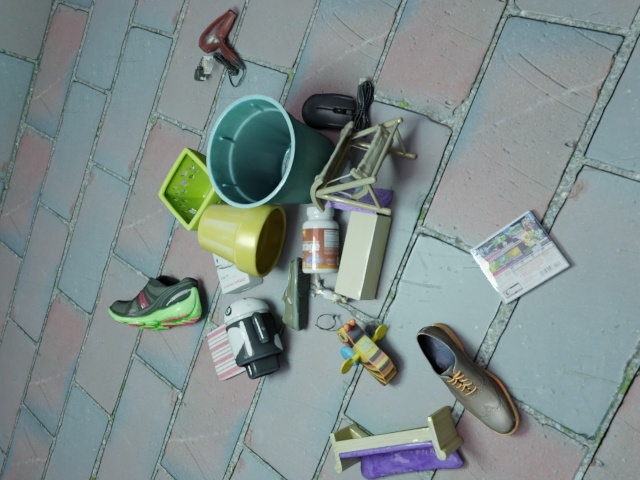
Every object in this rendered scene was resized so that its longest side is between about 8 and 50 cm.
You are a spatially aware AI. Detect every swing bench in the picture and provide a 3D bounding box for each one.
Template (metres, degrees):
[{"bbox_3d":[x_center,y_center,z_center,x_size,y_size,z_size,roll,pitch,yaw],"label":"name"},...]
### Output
[{"bbox_3d":[0.115,-0.222,1.608,0.255,0.165,0.253,5,55,32],"label":"swing bench"}]

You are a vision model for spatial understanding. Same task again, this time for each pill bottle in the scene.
[{"bbox_3d":[0.000,0.000,1.763,0.121,0.121,0.216,-2,86,33],"label":"pill bottle"}]

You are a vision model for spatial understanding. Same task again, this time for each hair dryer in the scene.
[{"bbox_3d":[-0.374,-0.748,2.087,0.224,0.080,0.293,10,99,17],"label":"hair dryer"}]

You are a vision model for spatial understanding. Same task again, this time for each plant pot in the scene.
[{"bbox_3d":[-0.274,-0.022,1.830,0.239,0.254,0.253,13,95,16],"label":"plant pot"},{"bbox_3d":[-0.127,-0.257,1.732,0.341,0.334,0.340,-2,86,32],"label":"plant pot"},{"bbox_3d":[-0.423,-0.180,1.994,0.228,0.207,0.227,46,111,26],"label":"plant pot"}]

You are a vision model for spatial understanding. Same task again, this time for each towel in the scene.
[{"bbox_3d":[-0.355,0.417,2.029,0.144,0.029,0.197,-30,70,28],"label":"towel"}]

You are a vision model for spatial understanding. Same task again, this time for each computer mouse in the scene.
[{"bbox_3d":[0.038,-0.441,1.789,0.272,0.072,0.188,6,92,33],"label":"computer mouse"}]

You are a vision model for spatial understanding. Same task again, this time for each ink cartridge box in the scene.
[{"bbox_3d":[-0.310,0.088,1.982,0.140,0.082,0.190,-25,72,28],"label":"ink cartridge box"}]

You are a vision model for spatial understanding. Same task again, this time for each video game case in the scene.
[{"bbox_3d":[0.541,0.047,1.472,0.201,0.023,0.183,-39,68,26],"label":"video game case"}]

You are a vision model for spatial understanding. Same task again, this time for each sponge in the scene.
[{"bbox_3d":[0.109,-0.134,1.705,0.210,0.117,0.031,11,126,33],"label":"sponge"}]

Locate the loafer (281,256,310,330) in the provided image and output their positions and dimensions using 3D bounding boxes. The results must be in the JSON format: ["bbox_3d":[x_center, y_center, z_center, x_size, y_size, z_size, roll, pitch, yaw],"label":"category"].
[{"bbox_3d":[-0.096,0.182,1.832,0.088,0.094,0.251,3,89,29],"label":"loafer"}]

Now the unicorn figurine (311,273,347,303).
[{"bbox_3d":[0.018,0.170,1.765,0.162,0.111,0.060,37,97,14],"label":"unicorn figurine"}]

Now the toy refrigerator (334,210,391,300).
[{"bbox_3d":[0.136,0.046,1.693,0.102,0.094,0.269,14,94,39],"label":"toy refrigerator"}]

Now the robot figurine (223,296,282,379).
[{"bbox_3d":[-0.237,0.335,1.867,0.209,0.174,0.278,-25,75,21],"label":"robot figurine"}]

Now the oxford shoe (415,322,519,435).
[{"bbox_3d":[0.392,0.391,1.484,0.363,0.133,0.130,48,111,25],"label":"oxford shoe"}]

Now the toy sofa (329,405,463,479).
[{"bbox_3d":[0.222,0.614,1.574,0.363,0.150,0.177,-21,75,30],"label":"toy sofa"}]

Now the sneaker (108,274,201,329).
[{"bbox_3d":[-0.658,0.249,2.169,0.483,0.185,0.202,-10,64,29],"label":"sneaker"}]

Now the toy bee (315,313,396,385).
[{"bbox_3d":[0.104,0.317,1.638,0.299,0.162,0.195,20,60,11],"label":"toy bee"}]
